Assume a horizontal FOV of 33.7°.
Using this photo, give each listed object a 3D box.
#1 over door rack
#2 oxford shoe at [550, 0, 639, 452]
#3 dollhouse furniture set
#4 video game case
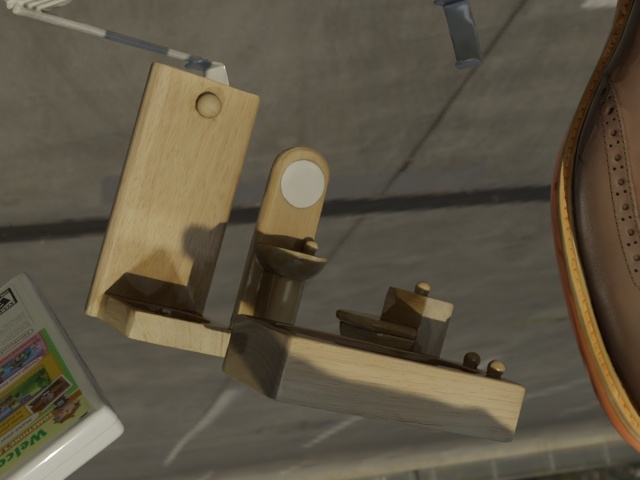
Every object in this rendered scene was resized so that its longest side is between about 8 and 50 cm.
[{"bbox_3d":[-0.045,-0.185,0.727,0.240,0.108,0.324,-11,167,19],"label":"over door rack"},{"bbox_3d":[0.201,-0.071,0.518,0.130,0.363,0.133,9,167,-8],"label":"oxford shoe"},{"bbox_3d":[0.000,0.000,0.466,0.144,0.123,0.151,15,179,-29],"label":"dollhouse furniture set"},{"bbox_3d":[-0.229,0.122,0.602,0.212,0.023,0.193,-37,-147,-10],"label":"video game case"}]
